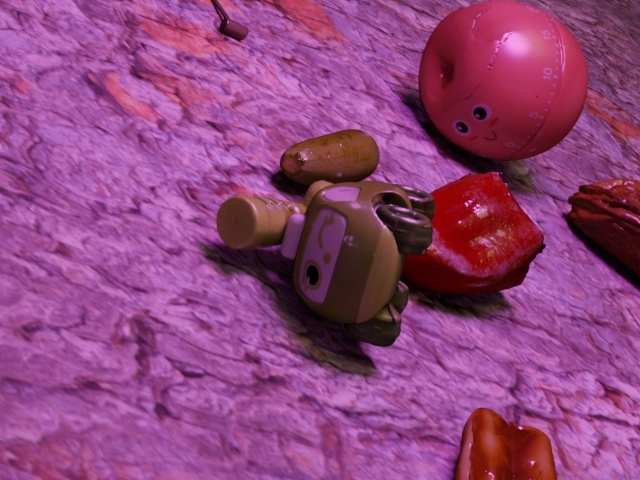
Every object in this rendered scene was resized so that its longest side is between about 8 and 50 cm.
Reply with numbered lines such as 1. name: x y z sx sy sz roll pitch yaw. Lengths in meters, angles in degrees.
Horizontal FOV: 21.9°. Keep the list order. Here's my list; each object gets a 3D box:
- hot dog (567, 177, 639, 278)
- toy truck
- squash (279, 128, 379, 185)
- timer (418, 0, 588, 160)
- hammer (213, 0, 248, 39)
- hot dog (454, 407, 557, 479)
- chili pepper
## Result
1. hot dog: 0.489 -0.001 2.394 0.272 0.122 0.196 43 25 10
2. toy truck: 0.017 0.001 1.704 0.211 0.148 0.187 21 16 18
3. squash: 0.011 -0.097 1.960 0.066 0.066 0.201 44 23 17
4. timer: 0.259 -0.228 2.362 0.215 0.229 0.229 13 31 -27
5. hammer: -0.130 -0.307 2.227 0.035 0.019 0.110 20 25 -35
6. hot dog: 0.171 0.237 1.545 0.100 0.068 0.249 22 22 -3
7. chili pepper: 0.154 0.009 1.937 0.253 0.136 0.144 -22 105 -52
